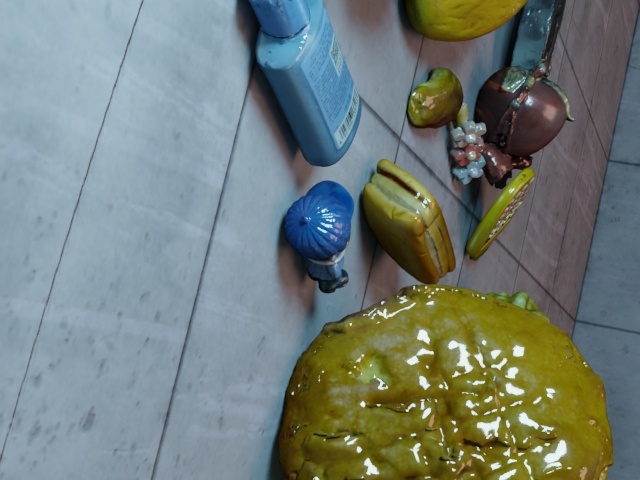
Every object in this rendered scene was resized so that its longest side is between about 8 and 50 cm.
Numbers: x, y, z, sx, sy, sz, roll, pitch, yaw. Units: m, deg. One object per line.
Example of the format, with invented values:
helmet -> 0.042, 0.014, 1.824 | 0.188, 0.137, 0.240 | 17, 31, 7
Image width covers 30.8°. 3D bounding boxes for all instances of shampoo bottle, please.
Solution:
shampoo bottle -> -0.017, -0.183, 1.183 | 0.258, 0.061, 0.103 | 63, 43, -58

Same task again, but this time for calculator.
calculator -> 0.315, -0.042, 2.053 | 0.146, 0.032, 0.235 | -42, 165, -35

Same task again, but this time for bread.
bread -> 0.148, 0.242, 1.400 | 0.215, 0.398, 0.398 | 87, 21, -66
bread -> 0.117, -0.018, 1.550 | 0.077, 0.116, 0.200 | -47, 150, -13

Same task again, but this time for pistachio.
pistachio -> 0.175, -0.205, 1.683 | 0.173, 0.049, 0.089 | -19, 117, -67

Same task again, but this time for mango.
mango -> 0.211, -0.360, 1.600 | 0.317, 0.119, 0.176 | -34, 150, -44

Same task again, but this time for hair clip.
hair clip -> 0.233, -0.150, 1.848 | 0.214, 0.062, 0.056 | 71, -6, -50

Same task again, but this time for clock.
clock -> 0.395, -0.367, 2.107 | 0.280, 0.055, 0.280 | 15, 90, -77

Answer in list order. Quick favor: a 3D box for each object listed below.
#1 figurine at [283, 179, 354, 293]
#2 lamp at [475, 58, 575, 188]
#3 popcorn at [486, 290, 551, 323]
figurine -> 0.000, 0.000, 1.314 | 0.087, 0.086, 0.149 | -25, 149, -16
lamp -> 0.327, -0.206, 1.972 | 0.223, 0.151, 0.215 | -43, 165, 18
popcorn -> 0.304, 0.233, 2.063 | 0.225, 0.174, 0.286 | 81, 28, -56
